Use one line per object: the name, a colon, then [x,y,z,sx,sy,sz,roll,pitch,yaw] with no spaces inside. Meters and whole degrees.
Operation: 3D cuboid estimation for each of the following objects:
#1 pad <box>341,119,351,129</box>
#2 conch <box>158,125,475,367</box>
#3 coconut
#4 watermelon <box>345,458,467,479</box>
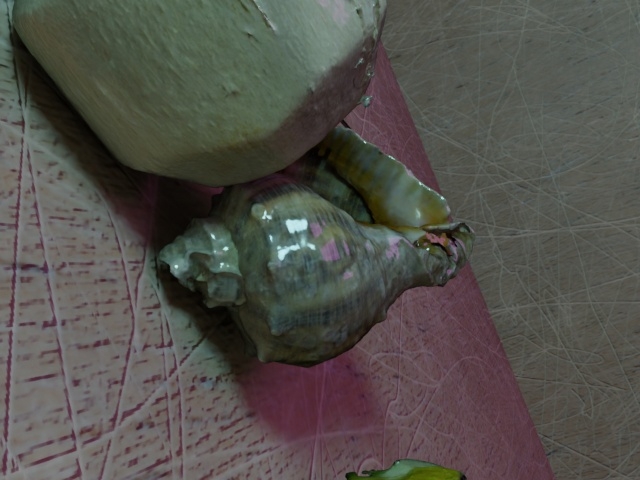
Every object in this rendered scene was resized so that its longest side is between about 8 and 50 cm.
pad: [-0.052,-0.240,1.004,0.330,0.004,0.220,54,8,29]
conch: [-0.011,0.011,0.704,0.291,0.159,0.210,7,38,-41]
coconut: [-0.086,-0.182,0.587,0.245,0.245,0.247,-91,156,-52]
watermelon: [0.033,0.236,0.599,0.123,0.129,0.301,66,21,5]
